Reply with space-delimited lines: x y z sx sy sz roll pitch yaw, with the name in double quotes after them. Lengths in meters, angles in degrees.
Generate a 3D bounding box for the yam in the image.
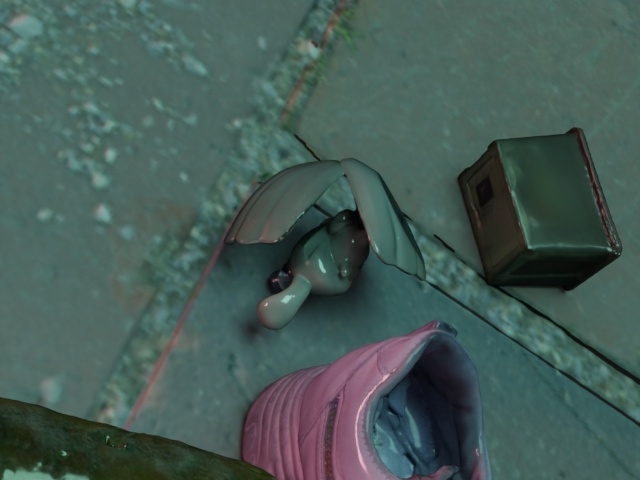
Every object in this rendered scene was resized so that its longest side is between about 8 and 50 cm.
-0.101 0.111 0.567 0.179 0.078 0.078 16 57 -23 "yam"

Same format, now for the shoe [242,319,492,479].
0.031 0.154 0.584 0.095 0.137 0.245 6 62 -24 "shoe"

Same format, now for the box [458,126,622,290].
0.125 -0.017 0.787 0.063 0.060 0.084 -3 68 -28 "box"

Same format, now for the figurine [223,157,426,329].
0.000 0.000 0.693 0.082 0.086 0.094 60 8 -8 "figurine"
